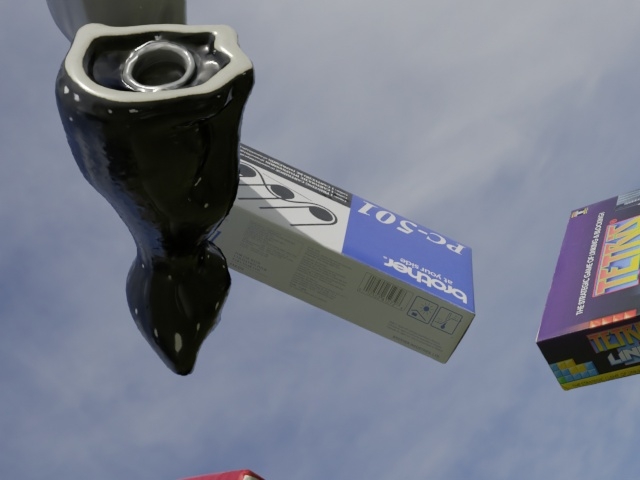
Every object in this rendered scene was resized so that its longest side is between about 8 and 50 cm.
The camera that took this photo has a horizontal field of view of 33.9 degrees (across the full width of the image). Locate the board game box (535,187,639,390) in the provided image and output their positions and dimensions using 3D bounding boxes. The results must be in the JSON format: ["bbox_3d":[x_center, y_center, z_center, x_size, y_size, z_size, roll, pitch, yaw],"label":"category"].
[{"bbox_3d":[0.233,0.018,0.724,0.048,0.141,0.170,58,-146,-20],"label":"board game box"}]

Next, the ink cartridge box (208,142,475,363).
[{"bbox_3d":[0.000,0.000,0.693,0.097,0.207,0.046,-78,13,-64],"label":"ink cartridge box"}]

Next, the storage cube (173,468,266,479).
[{"bbox_3d":[-0.062,0.305,0.811,0.215,0.193,0.183,36,-117,-14],"label":"storage cube"}]

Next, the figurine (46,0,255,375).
[{"bbox_3d":[-0.102,-0.060,0.608,0.092,0.215,0.209,-10,-44,-13],"label":"figurine"}]
